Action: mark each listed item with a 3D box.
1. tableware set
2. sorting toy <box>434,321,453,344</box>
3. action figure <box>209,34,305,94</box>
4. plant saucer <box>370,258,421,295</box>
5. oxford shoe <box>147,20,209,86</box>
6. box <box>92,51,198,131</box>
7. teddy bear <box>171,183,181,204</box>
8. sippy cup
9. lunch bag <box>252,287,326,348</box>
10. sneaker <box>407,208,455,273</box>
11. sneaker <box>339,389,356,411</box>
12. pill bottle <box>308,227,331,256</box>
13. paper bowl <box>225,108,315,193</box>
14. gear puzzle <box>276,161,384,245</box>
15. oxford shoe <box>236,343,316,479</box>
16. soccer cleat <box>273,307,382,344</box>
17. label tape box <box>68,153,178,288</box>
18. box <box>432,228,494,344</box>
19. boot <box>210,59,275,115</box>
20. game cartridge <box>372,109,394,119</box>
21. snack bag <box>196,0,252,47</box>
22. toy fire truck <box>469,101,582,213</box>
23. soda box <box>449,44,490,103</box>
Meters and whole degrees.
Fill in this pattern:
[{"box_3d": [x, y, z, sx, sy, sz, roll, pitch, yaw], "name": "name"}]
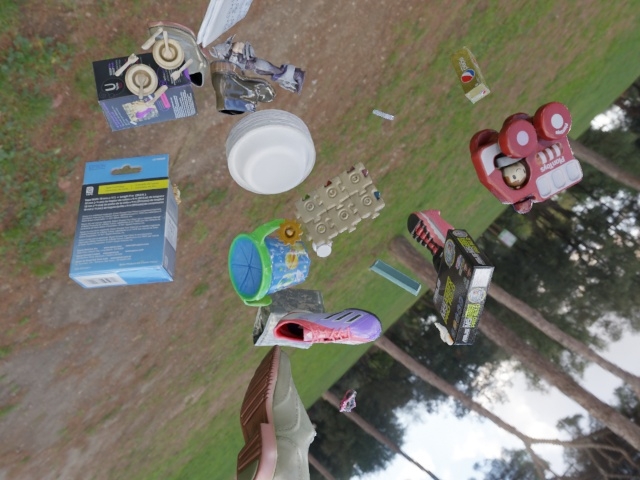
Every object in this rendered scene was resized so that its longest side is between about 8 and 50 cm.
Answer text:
[{"box_3d": [-0.466, -0.490, 1.477, 0.194, 0.128, 0.039, -47, -161, -3], "name": "tableware set"}, {"box_3d": [0.410, 0.301, 1.740, 0.045, 0.075, 0.083, -46, 176, -1], "name": "sorting toy"}, {"box_3d": [-0.190, -0.517, 1.558, 0.185, 0.285, 0.099, -162, -93, -75], "name": "action figure"}, {"box_3d": [0.274, 0.129, 1.894, 0.067, 0.192, 0.018, -46, 165, -54], "name": "plant saucer"}, {"box_3d": [-0.475, -0.639, 1.814, 0.348, 0.123, 0.130, 15, 74, -73], "name": "oxford shoe"}, {"box_3d": [-0.533, -0.463, 1.611, 0.271, 0.165, 0.143, -13, 155, -11], "name": "box"}, {"box_3d": [-0.720, -0.114, 2.236, 0.338, 0.245, 0.113, -45, 146, 11], "name": "teddy bear"}, {"box_3d": [-0.168, 0.081, 1.832, 0.224, 0.240, 0.305, -6, 163, -39], "name": "sippy cup"}, {"box_3d": [-0.134, 0.328, 2.118, 0.235, 0.169, 0.287, 7, 134, -20], "name": "lunch bag"}, {"box_3d": [0.434, 0.012, 1.785, 0.136, 0.313, 0.116, -21, 158, -27], "name": "sneaker"}, {"box_3d": [0.118, 0.626, 2.049, 0.047, 0.057, 0.119, -87, -159, -55], "name": "sneaker"}, {"box_3d": [0.000, 0.000, 1.729, 0.065, 0.065, 0.116, -54, -150, 25], "name": "pill bottle"}, {"box_3d": [-0.156, -0.264, 1.690, 0.284, 0.148, 0.284, -10, 139, -9], "name": "paper bowl"}, {"box_3d": [0.020, -0.077, 1.568, 0.339, 0.175, 0.044, -31, 163, 12], "name": "gear puzzle"}, {"box_3d": [-0.091, 0.400, 1.171, 0.140, 0.147, 0.397, -53, -161, 28], "name": "oxford shoe"}, {"box_3d": [0.017, 0.254, 1.490, 0.116, 0.318, 0.108, -25, 110, -60], "name": "soccer cleat"}, {"box_3d": [-0.509, -0.052, 1.397, 0.241, 0.333, 0.106, -5, 155, 3], "name": "label tape box"}, {"box_3d": [0.408, 0.134, 1.537, 0.216, 0.060, 0.270, -104, -163, -59], "name": "box"}, {"box_3d": [-0.177, -0.326, 1.215, 0.219, 0.082, 0.106, 6, 82, -60], "name": "boot"}, {"box_3d": [0.211, -0.415, 1.737, 0.083, 0.056, 0.017, -15, 125, -62], "name": "game cartridge"}, {"box_3d": [-0.225, -0.749, 1.508, 0.342, 0.037, 0.323, -53, -172, 39], "name": "snack bag"}, {"box_3d": [0.568, -0.217, 1.442, 0.302, 0.253, 0.169, -28, -171, -17], "name": "toy fire truck"}, {"box_3d": [0.468, -0.523, 1.653, 0.061, 0.181, 0.058, -32, 141, 32], "name": "soda box"}]
